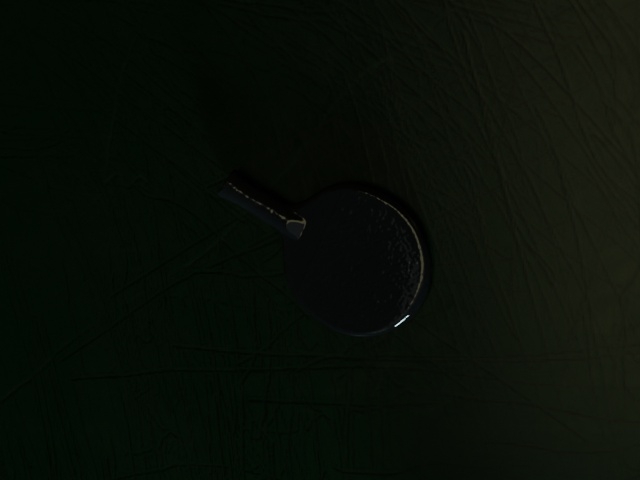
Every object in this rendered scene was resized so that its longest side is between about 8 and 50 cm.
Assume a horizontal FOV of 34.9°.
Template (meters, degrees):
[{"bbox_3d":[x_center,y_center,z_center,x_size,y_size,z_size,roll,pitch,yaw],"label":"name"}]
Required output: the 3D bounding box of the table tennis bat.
[{"bbox_3d":[0.000,0.000,1.000,0.236,0.027,0.150,31,111,16],"label":"table tennis bat"}]
